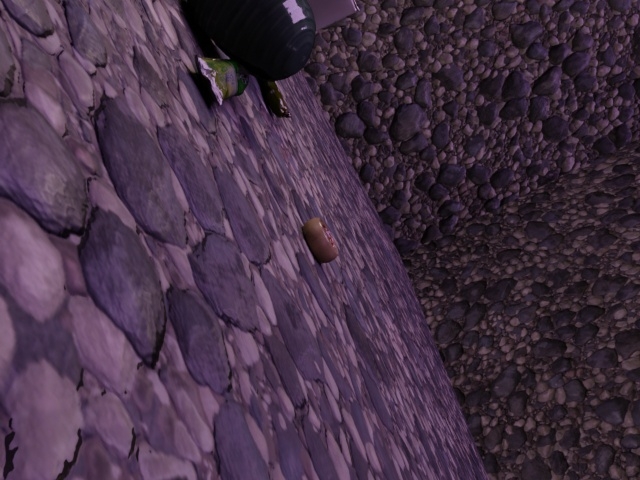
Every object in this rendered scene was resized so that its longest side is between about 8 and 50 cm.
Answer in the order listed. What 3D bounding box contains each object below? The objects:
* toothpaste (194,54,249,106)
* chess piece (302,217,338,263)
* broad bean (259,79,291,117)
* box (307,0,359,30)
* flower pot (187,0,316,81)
[{"bbox_3d":[-0.147,-0.249,1.077,0.248,0.046,0.078,-74,140,-76],"label":"toothpaste"},{"bbox_3d":[0.000,0.000,1.241,0.084,0.038,0.084,63,7,-14],"label":"chess piece"},{"bbox_3d":[-0.114,-0.364,1.621,0.256,0.052,0.052,-108,-154,-43],"label":"broad bean"},{"bbox_3d":[-0.074,-0.503,1.506,0.203,0.274,0.116,-102,166,-61],"label":"box"},{"bbox_3d":[-0.115,-0.379,1.187,0.243,0.157,0.189,39,5,13],"label":"flower pot"}]
